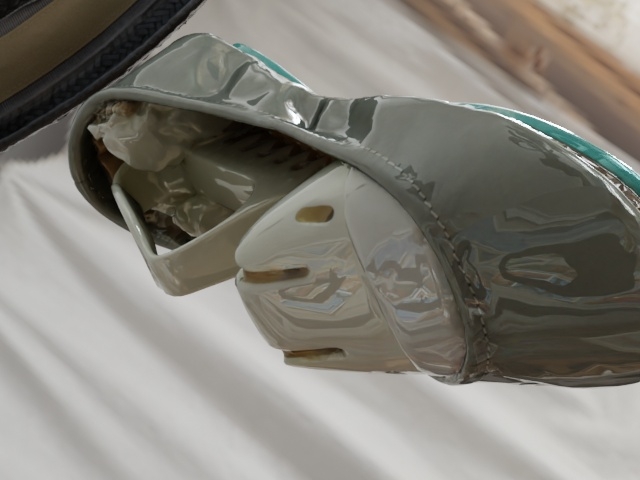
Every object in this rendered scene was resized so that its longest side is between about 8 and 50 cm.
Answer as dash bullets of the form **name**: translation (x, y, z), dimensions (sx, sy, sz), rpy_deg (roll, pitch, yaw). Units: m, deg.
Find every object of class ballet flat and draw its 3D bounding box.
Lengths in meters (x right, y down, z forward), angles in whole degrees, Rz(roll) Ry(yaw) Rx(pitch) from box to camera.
- **ballet flat**: translation (0.000, 0.000, 0.428), dimensions (0.068, 0.213, 0.072), rpy_deg (-31, -63, -19)

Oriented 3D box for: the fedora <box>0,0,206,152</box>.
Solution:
- **fedora**: translation (-0.176, -0.174, 0.813), dimensions (0.334, 0.334, 0.152), rpy_deg (-47, -47, -16)
